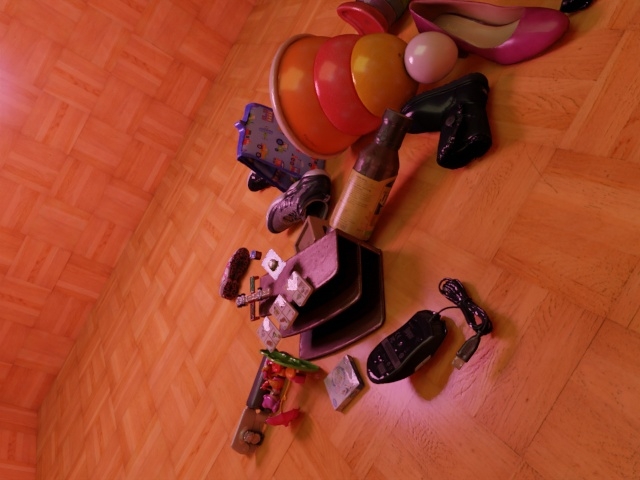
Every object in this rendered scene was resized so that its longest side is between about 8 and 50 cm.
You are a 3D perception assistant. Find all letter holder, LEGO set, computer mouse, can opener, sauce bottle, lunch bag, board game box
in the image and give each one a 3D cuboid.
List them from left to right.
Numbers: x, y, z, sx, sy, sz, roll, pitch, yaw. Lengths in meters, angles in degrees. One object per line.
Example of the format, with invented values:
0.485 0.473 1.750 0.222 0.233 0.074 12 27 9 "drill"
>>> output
-0.162 0.413 1.392 0.093 0.074 0.280 5 71 57 "can opener"
-0.119 0.127 1.302 0.244 0.060 0.182 42 105 43 "LEGO set"
-0.135 -0.291 1.668 0.138 0.293 0.221 -28 45 43 "lunch bag"
-0.005 0.147 1.292 0.302 0.152 0.214 -33 44 39 "letter holder"
0.051 0.318 1.202 0.090 0.020 0.090 -51 34 18 "board game box"
0.122 -0.144 1.300 0.344 0.111 0.111 -67 29 19 "sauce bottle"
0.212 0.206 1.020 0.262 0.060 0.184 -46 29 5 "computer mouse"

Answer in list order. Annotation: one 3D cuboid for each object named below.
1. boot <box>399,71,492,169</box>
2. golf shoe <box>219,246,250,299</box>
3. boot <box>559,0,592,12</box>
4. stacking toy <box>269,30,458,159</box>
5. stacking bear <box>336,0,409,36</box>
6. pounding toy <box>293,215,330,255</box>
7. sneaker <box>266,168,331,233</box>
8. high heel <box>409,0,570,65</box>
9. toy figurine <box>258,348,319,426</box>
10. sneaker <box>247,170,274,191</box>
0.275 -0.252 1.230 0.246 0.094 0.207 -19 48 41 "boot"
-0.302 0.107 1.832 0.086 0.067 0.186 8 74 59 "golf shoe"
0.518 -0.518 1.125 0.121 0.045 0.099 -6 62 50 "boot"
0.137 -0.411 1.384 0.480 0.351 0.350 -3 64 42 "stacking toy"
0.214 -0.781 1.670 0.289 0.175 0.164 -57 29 -4 "stacking bear"
0.000 0.000 1.464 0.130 0.100 0.141 -62 26 30 "pounding toy"
-0.067 -0.083 1.596 0.268 0.101 0.153 -43 34 25 "sneaker"
0.357 -0.487 1.203 0.377 0.181 0.127 18 83 59 "high heel"
-0.100 0.362 1.297 0.173 0.130 0.159 11 85 41 "toy figurine"
-0.189 -0.217 1.897 0.217 0.079 0.121 -39 37 32 "sneaker"
